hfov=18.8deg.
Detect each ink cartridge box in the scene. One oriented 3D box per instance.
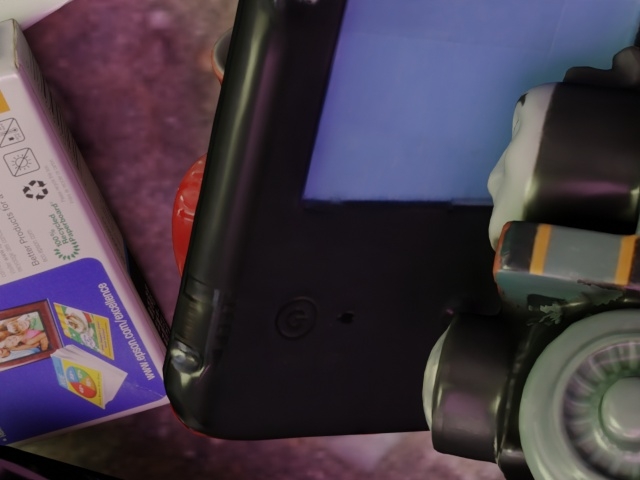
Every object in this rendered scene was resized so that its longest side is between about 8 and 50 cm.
[{"bbox_3d":[-0.192,0.021,0.865,0.208,0.045,0.206,-18,130,4],"label":"ink cartridge box"}]

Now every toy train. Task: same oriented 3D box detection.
[{"bbox_3d":[0.208,0.035,0.673,0.334,0.142,0.190,9,72,14],"label":"toy train"}]

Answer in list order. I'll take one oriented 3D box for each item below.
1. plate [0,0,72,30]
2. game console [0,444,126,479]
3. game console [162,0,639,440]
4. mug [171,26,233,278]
[{"bbox_3d":[-0.255,-0.169,0.802,0.277,0.045,0.278,-31,112,12],"label":"plate"},{"bbox_3d":[-0.162,0.266,0.905,0.213,0.044,0.361,27,105,-13],"label":"game console"},{"bbox_3d":[0.126,-0.096,0.759,0.342,0.060,0.386,-3,118,-32],"label":"game console"},{"bbox_3d":[-0.002,-0.005,0.846,0.150,0.113,0.169,-14,121,-17],"label":"mug"}]
